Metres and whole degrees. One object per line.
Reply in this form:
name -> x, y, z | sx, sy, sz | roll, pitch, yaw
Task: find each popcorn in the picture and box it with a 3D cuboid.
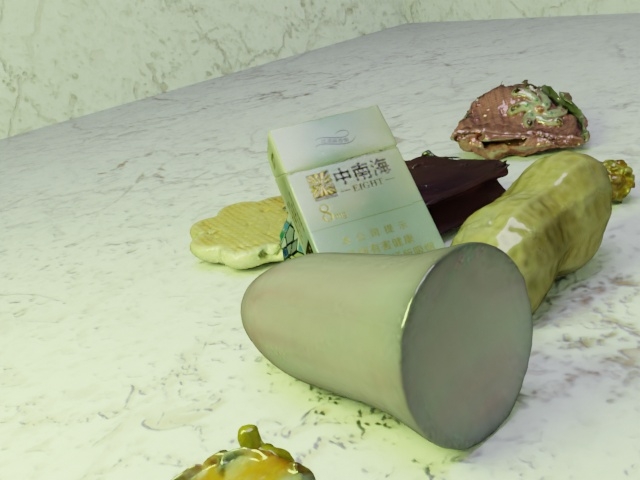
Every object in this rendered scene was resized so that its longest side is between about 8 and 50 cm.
popcorn -> 0.401, -0.081, 1.149 | 0.082, 0.057, 0.083 | -8, 23, 11

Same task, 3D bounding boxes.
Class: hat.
hat -> 0.367, -0.238, 1.509 | 0.236, 0.107, 0.286 | 5, 28, 11

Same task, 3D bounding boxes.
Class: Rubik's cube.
Rubik's cube -> 0.000, 0.000, 1.076 | 0.093, 0.111, 0.111 | 7, 12, -26

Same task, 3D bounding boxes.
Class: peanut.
peanut -> 0.239, -0.004, 0.929 | 0.130, 0.130, 0.290 | 11, 36, 45

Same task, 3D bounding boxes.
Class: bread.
bread -> -0.107, -0.010, 1.233 | 0.181, 0.039, 0.251 | -13, 21, -6

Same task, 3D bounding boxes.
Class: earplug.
earplug -> 0.028, 0.077, 0.782 | 0.172, 0.173, 0.301 | -26, 21, -37

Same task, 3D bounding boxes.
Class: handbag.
handbag -> 0.150, -0.068, 1.215 | 0.203, 0.074, 0.216 | -23, 22, -32

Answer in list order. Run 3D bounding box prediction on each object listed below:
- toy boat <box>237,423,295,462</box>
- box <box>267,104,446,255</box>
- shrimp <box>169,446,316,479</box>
toy boat -> -0.027, 0.236, 0.465 | 0.140, 0.099, 0.318 | -14, 23, -2
box -> 0.041, -0.042, 1.000 | 0.155, 0.067, 0.243 | -16, 64, -16
shrimp -> -0.121, 0.234, 0.428 | 0.316, 0.062, 0.164 | -39, 22, -4
